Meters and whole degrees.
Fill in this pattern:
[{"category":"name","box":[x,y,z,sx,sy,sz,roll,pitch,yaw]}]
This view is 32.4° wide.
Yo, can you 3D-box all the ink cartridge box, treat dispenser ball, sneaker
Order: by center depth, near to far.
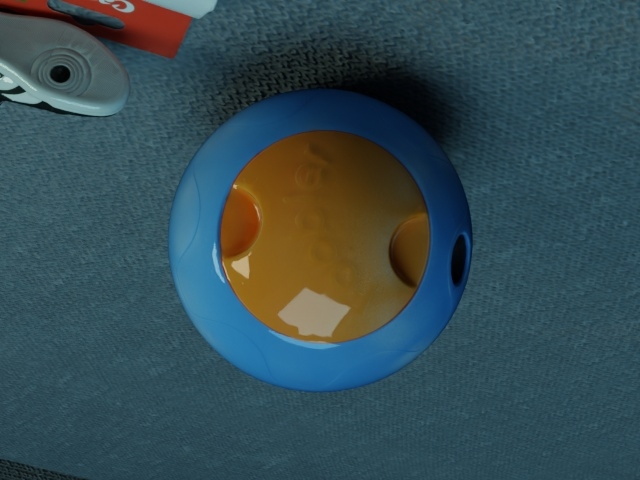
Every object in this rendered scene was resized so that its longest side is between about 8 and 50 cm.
[{"category":"ink cartridge box","box":[-0.183,-0.223,0.922,0.189,0.066,0.232,15,146,-16]},{"category":"sneaker","box":[-0.281,-0.155,1.041,0.217,0.079,0.121,21,156,-1]},{"category":"treat dispenser ball","box":[0.000,0.000,1.050,0.288,0.288,0.288,4,151,2]}]
